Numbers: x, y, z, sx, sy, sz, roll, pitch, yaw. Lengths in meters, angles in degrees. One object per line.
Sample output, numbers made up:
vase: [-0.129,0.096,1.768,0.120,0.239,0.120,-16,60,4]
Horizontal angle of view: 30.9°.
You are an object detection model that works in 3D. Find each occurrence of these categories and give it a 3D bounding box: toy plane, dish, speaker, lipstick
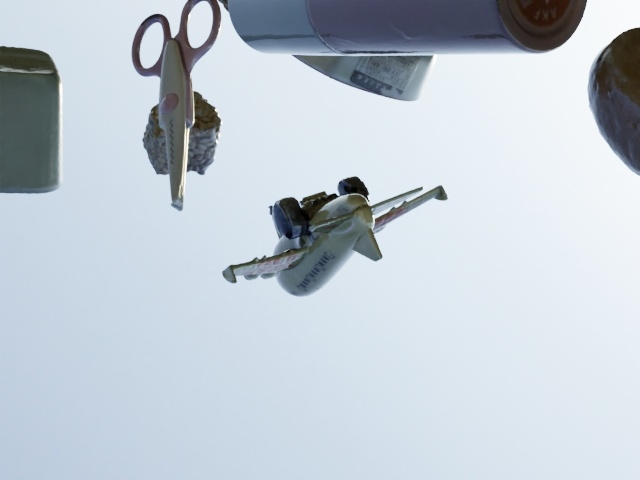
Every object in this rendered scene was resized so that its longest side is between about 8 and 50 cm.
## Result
toy plane: [0.000,0.000,1.136,0.242,0.104,0.256,-22,-178,-24]
dish: [0.043,-0.291,1.479,0.256,0.117,0.256,24,-157,-11]
speaker: [-0.581,-0.186,1.690,0.406,0.184,0.183,1,-155,-22]
lipstick: [0.038,-0.144,0.679,0.070,0.070,0.254,-1,-172,-35]

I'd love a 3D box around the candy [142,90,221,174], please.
candy: [-0.175,-0.134,1.462,0.095,0.110,0.085,-16,-113,-16]

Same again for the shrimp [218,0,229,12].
shrimp: [-0.142,-0.457,1.711,0.164,0.062,0.317,-43,-70,-40]

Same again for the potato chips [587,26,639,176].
potato chips: [0.371,-0.146,1.295,0.049,0.150,0.202,-3,-124,-44]

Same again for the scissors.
scissors: [-0.107,-0.103,0.856,0.022,0.085,0.176,34,-134,-52]
